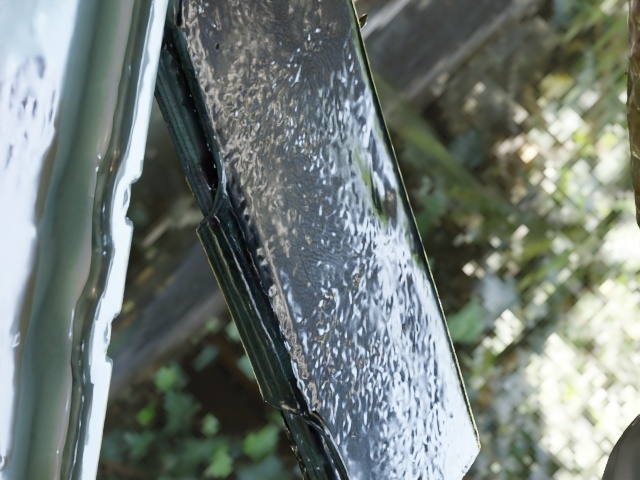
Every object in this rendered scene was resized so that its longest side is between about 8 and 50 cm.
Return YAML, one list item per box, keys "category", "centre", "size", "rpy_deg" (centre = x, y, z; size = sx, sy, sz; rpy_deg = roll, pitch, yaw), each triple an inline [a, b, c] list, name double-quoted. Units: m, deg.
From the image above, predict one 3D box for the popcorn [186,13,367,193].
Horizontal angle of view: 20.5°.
- category: "popcorn"
  centre: [-0.041, -0.114, 1.667]
  size: [0.195, 0.168, 0.174]
  rpy_deg: [-14, 126, -13]

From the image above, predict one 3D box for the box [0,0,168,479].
- category: "box"
  centre: [-0.182, -0.003, 0.602]
  size: [0.182, 0.175, 0.312]
  rpy_deg: [5, 93, -66]

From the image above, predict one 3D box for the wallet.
- category: "wallet"
  centre: [0.000, 0.000, 0.873]
  size: [0.045, 0.318, 0.172]
  rpy_deg: [-9, -160, 29]

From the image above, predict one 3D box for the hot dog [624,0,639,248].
- category: "hot dog"
  centre: [0.373, -0.127, 1.413]
  size: [0.196, 0.365, 0.367]
  rpy_deg: [-31, -145, -19]

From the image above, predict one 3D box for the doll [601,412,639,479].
- category: "doll"
  centre: [0.116, 0.075, 0.493]
  size: [0.094, 0.079, 0.180]
  rpy_deg: [-13, 165, 6]
